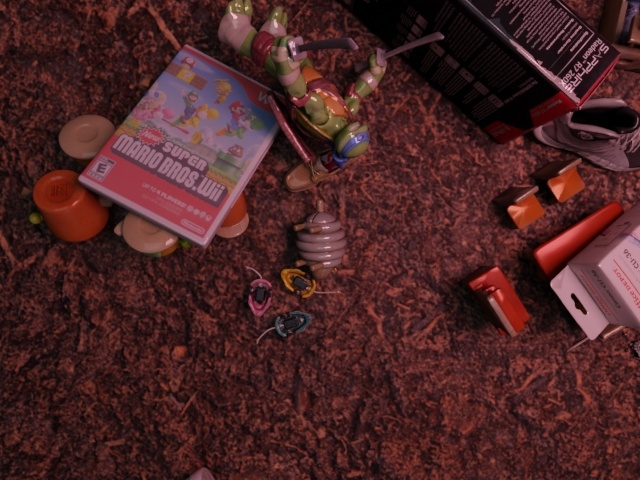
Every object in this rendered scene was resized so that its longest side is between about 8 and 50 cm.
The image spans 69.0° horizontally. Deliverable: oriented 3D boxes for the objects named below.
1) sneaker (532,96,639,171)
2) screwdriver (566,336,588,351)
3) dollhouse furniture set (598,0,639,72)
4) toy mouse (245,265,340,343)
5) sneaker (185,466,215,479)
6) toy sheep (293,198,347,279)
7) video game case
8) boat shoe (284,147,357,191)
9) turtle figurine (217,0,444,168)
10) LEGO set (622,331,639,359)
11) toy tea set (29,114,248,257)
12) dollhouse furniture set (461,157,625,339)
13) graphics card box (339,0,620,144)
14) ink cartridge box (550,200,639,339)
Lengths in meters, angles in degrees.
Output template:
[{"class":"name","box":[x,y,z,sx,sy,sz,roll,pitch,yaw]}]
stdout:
[{"class":"sneaker","box":[0.451,-0.158,0.701,0.229,0.132,0.086,11,95,-6]},{"class":"screwdriver","box":[0.487,0.137,0.786,0.170,0.024,0.025,-32,63,9]},{"class":"dollhouse furniture set","box":[0.511,-0.334,0.668,0.129,0.183,0.129,11,94,0]},{"class":"toy mouse","box":[-0.070,0.109,0.784,0.161,0.031,0.143,28,93,-1]},{"class":"sneaker","box":[-0.225,0.540,0.778,0.169,0.108,0.292,-15,95,-1]},{"class":"toy sheep","box":[0.000,0.000,0.748,0.091,0.091,0.132,2,106,1]},{"class":"video game case","box":[-0.193,-0.152,0.714,0.204,0.025,0.285,28,68,-1]},{"class":"boat shoe","box":[0.000,-0.123,0.760,0.135,0.045,0.050,-31,92,3]},{"class":"turtle figurine","box":[0.003,-0.265,0.651,0.198,0.274,0.266,-38,73,-23]},{"class":"LEGO set","box":[0.536,0.170,0.782,0.083,0.023,0.054,43,94,-2]},{"class":"toy tea set","box":[-0.286,-0.058,0.756,0.336,0.124,0.200,22,64,3]},{"class":"dollhouse furniture set","box":[0.364,0.040,0.720,0.259,0.135,0.262,-33,93,3]},{"class":"graphics card box","box":[0.189,-0.306,0.652,0.371,0.233,0.094,40,90,-1]},{"class":"ink cartridge box","box":[0.437,0.042,0.652,0.198,0.067,0.115,-39,93,-8]}]
